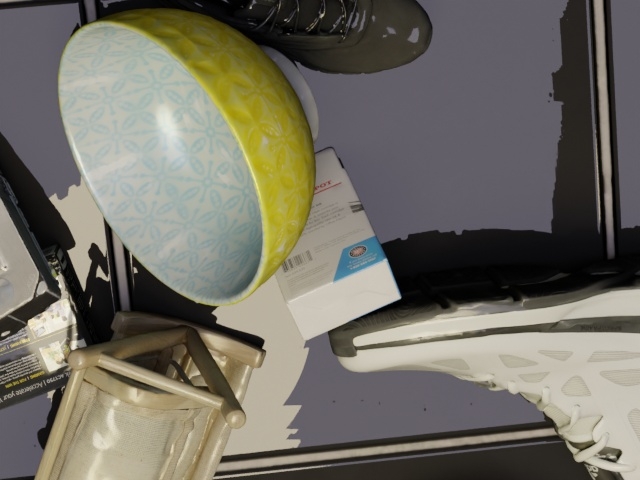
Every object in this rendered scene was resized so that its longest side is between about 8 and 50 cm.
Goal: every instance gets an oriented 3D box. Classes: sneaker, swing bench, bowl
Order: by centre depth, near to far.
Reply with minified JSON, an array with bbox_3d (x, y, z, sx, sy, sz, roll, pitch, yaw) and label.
[{"bbox_3d":[-0.096,-0.101,1.463,0.156,0.289,0.289,-33,105,-33],"label":"bowl"},{"bbox_3d":[-0.031,-0.219,1.482,0.286,0.130,0.109,12,98,-8],"label":"sneaker"},{"bbox_3d":[-0.178,0.216,1.503,0.165,0.254,0.253,21,99,-1],"label":"swing bench"},{"bbox_3d":[0.236,0.157,1.557,0.448,0.169,0.257,-5,100,-6],"label":"sneaker"}]

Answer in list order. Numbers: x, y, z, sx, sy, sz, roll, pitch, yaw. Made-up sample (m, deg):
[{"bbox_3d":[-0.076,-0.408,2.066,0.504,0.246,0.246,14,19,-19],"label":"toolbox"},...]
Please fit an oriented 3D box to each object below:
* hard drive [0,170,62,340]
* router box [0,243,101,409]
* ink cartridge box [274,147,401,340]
[{"bbox_3d":[-0.440,0.041,1.489,0.339,0.064,0.237,-30,74,2],"label":"hard drive"},{"bbox_3d":[-0.320,0.097,1.568,0.179,0.046,0.133,-20,103,1],"label":"router box"},{"bbox_3d":[0.000,0.000,1.529,0.104,0.180,0.060,-24,133,2],"label":"ink cartridge box"}]
